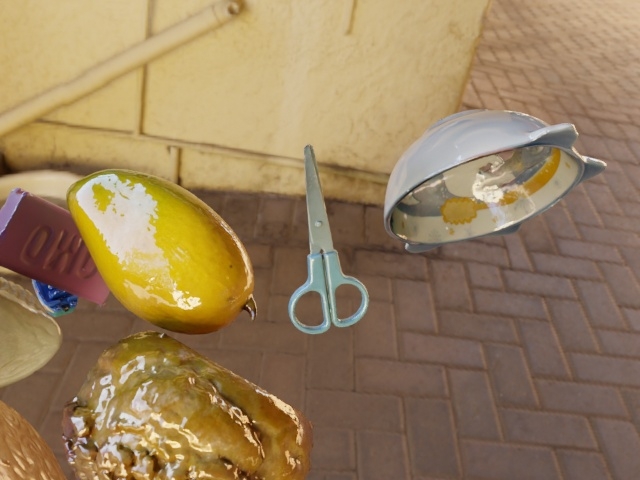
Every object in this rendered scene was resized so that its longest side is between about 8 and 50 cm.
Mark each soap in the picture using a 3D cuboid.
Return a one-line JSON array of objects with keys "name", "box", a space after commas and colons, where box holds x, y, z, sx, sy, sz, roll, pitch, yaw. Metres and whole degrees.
[{"name": "soap", "box": [-0.413, 0.012, 1.112, 0.203, 0.122, 0.066, 30, -10, -41]}]

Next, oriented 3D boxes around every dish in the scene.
[{"name": "dish", "box": [0.164, -0.075, 0.738, 0.228, 0.236, 0.086, 16, 54, -49]}]

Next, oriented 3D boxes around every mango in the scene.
[{"name": "mango", "box": [-0.214, 0.014, 0.949, 0.317, 0.176, 0.119, 40, 8, 8]}]

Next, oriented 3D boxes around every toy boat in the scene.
[{"name": "toy boat", "box": [-0.584, 0.070, 1.535, 0.091, 0.110, 0.175, -16, 59, -42]}]

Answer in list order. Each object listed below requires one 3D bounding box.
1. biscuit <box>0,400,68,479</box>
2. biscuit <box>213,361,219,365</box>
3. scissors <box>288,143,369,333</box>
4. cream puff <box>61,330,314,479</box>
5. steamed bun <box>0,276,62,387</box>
[{"name": "biscuit", "box": [-0.636, 0.493, 1.523, 0.062, 0.385, 0.365, -35, 57, -11]}, {"name": "biscuit", "box": [-0.192, 0.365, 1.312, 0.041, 0.290, 0.208, -5, 19, 15]}, {"name": "scissors", "box": [0.000, 0.000, 1.595, 0.193, 0.446, 0.029, -11, 19, -11]}, {"name": "cream puff", "box": [-0.178, 0.271, 0.915, 0.327, 0.343, 0.231, 32, 73, -17]}, {"name": "steamed bun", "box": [-0.557, 0.101, 0.903, 0.247, 0.383, 0.236, 13, 68, 50]}]
